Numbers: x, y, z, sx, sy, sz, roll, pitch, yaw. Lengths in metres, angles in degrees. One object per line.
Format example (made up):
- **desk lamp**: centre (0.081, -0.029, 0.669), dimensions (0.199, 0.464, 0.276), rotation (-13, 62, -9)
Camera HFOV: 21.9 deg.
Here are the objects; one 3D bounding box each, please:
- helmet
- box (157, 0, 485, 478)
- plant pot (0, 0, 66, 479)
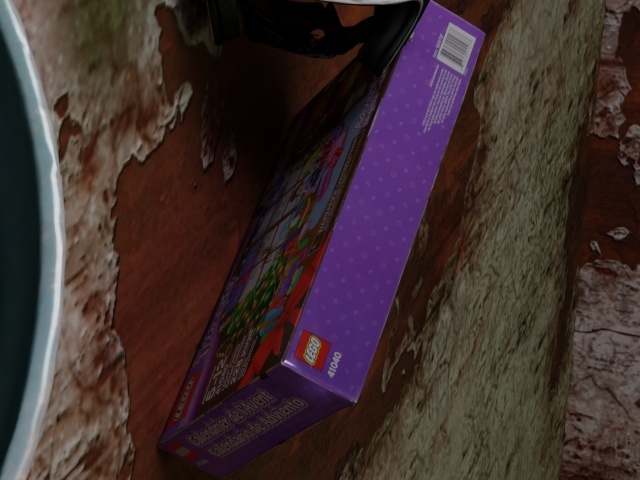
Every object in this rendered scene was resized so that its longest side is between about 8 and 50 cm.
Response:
- **helmet**: centre (0.002, -0.190, 1.012), dimensions (0.161, 0.169, 0.169), rotation (103, 7, -58)
- **box**: centre (0.000, 0.000, 1.104), dimensions (0.201, 0.057, 0.293), rotation (-39, -155, 56)
- **plant pot**: centre (-0.213, 0.033, 0.360), dimensions (0.196, 0.293, 0.293), rotation (122, -10, -62)
